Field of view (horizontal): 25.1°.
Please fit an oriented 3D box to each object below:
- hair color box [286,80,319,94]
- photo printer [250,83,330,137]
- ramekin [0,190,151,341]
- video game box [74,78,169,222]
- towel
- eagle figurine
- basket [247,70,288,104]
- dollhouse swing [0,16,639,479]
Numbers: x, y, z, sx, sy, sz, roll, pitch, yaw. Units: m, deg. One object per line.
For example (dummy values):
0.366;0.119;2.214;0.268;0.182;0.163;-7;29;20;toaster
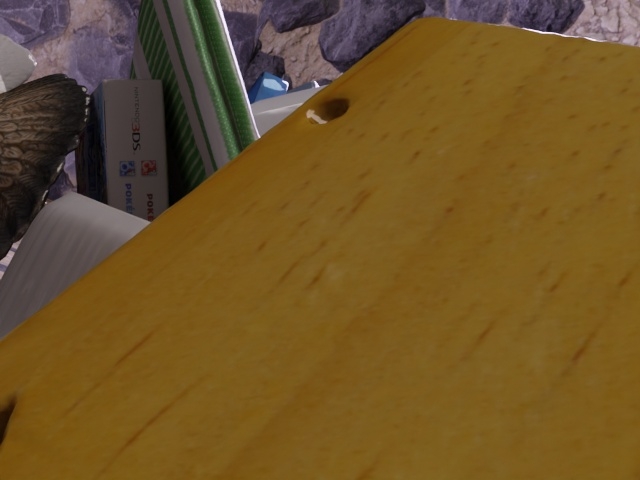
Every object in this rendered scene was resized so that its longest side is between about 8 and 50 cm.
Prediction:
0.000;0.000;1.655;0.185;0.114;0.374;-19;-43;20;hair color box
0.048;-0.008;1.194;0.307;0.256;0.107;-16;2;-19;photo printer
-0.079;0.053;0.770;0.207;0.109;0.207;21;-3;1;ramekin
-0.144;-0.012;1.034;0.048;0.187;0.205;-5;0;-15;video game box
-0.089;-0.040;1.024;0.038;0.248;0.325;-13;-19;-16;towel
-0.278;-0.053;1.055;0.225;0.226;0.298;42;-6;5;eagle figurine
-0.115;-0.013;1.348;0.201;0.255;0.289;25;-14;-7;basket
0.136;0.122;0.427;0.347;0.315;0.305;20;-39;46;dollhouse swing
